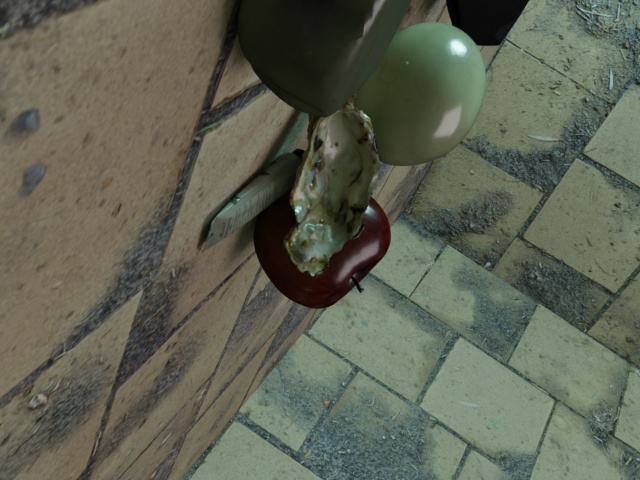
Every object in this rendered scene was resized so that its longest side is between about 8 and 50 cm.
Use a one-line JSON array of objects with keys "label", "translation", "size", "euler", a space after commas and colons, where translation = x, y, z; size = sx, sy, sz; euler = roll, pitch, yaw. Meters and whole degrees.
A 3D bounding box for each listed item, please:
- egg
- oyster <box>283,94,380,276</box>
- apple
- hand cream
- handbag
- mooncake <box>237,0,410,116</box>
[{"label": "egg", "translation": [0.169, -0.251, 1.407], "size": [0.269, 0.219, 0.219], "euler": [-51, 171, -4]}, {"label": "oyster", "translation": [0.002, -0.095, 1.243], "size": [0.166, 0.094, 0.294], "euler": [25, 86, -45]}, {"label": "apple", "translation": [-0.001, 0.002, 1.390], "size": [0.234, 0.234, 0.234], "euler": [-54, 172, -12]}, {"label": "hand cream", "translation": [-0.096, -0.066, 1.220], "size": [0.234, 0.050, 0.080], "euler": [-44, 166, -38]}, {"label": "handbag", "translation": [0.326, -0.541, 1.495], "size": [0.342, 0.152, 0.288], "euler": [-61, 160, 9]}, {"label": "mooncake", "translation": [0.024, -0.260, 0.843], "size": [0.275, 0.135, 0.275], "euler": [-57, 175, -8]}]
